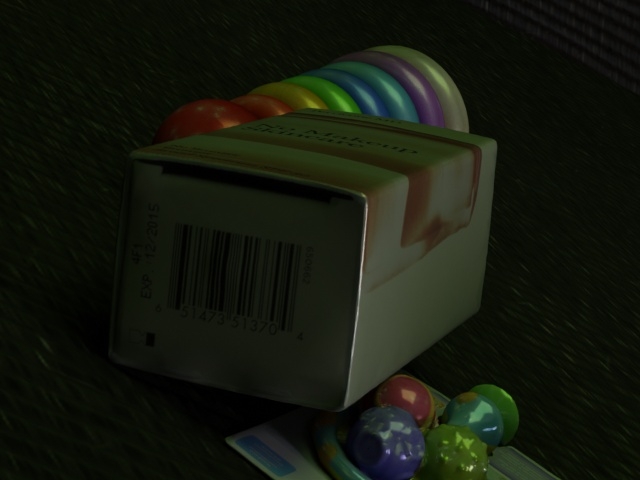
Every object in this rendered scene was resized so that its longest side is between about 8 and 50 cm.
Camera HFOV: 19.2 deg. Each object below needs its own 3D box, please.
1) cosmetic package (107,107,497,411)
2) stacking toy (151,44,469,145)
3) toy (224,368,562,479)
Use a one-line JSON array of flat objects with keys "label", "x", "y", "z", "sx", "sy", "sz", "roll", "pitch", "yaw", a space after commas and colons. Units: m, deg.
[{"label": "cosmetic package", "x": 0.000, "y": 0.000, "z": 1.169, "sx": 0.153, "sy": 0.129, "sz": 0.296, "roll": 10, "pitch": 11, "yaw": 16}, {"label": "stacking toy", "x": -0.019, "y": -0.072, "z": 1.436, "sx": 0.141, "sy": 0.141, "sz": 0.330, "roll": 37, "pitch": 25, "yaw": 22}, {"label": "toy", "x": 0.061, "y": 0.118, "z": 1.126, "sx": 0.137, "sy": 0.056, "sz": 0.237, "roll": 35, "pitch": 18, "yaw": 20}]
